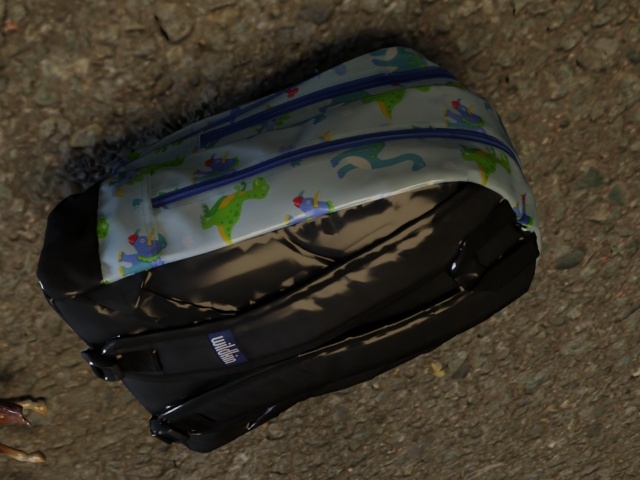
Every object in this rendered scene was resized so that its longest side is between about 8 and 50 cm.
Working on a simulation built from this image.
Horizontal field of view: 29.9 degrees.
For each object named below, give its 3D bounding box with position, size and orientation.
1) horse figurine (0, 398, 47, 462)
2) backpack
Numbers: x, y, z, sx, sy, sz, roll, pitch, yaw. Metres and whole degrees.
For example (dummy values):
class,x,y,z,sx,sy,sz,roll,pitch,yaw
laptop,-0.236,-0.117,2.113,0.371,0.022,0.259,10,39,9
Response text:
class,x,y,z,sx,sy,sz,roll,pitch,yaw
horse figurine,-0.361,0.232,1.167,0.174,0.066,0.263,-1,134,-31
backpack,0.000,0.000,0.991,0.356,0.273,0.290,-14,138,21
